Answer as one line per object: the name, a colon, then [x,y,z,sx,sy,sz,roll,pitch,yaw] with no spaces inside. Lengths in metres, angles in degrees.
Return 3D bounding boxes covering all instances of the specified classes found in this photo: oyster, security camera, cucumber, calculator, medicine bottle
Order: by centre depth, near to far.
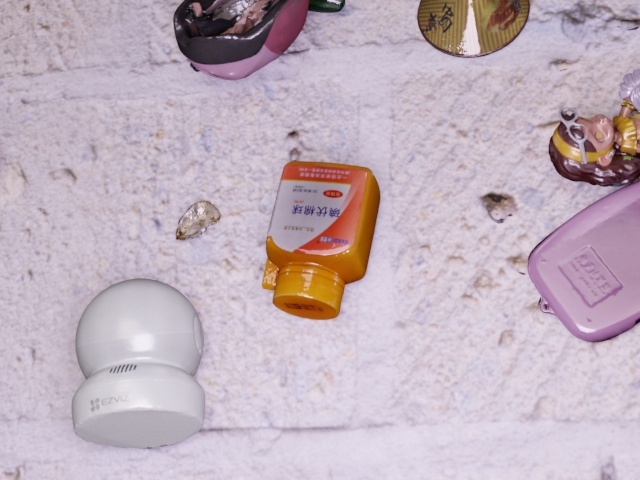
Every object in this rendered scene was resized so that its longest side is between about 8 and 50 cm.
calculator: [0.441,0.021,1.345,0.294,0.043,0.194,-32,64,-1]
security camera: [-0.265,0.167,1.361,0.194,0.194,0.236,-12,61,7]
medicine bottle: [0.000,0.000,1.416,0.149,0.112,0.222,6,67,15]
oyster: [-0.204,-0.028,1.528,0.083,0.019,0.054,-41,65,-10]
cucumber: [-0.003,-0.427,1.651,0.105,0.048,0.048,13,69,14]

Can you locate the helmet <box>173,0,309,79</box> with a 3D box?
helmet: [-0.122,-0.367,1.595,0.253,0.154,0.198,-26,46,-16]

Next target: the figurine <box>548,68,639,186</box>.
figurine: [0.457,-0.152,1.380,0.240,0.116,0.174,-13,50,-2]

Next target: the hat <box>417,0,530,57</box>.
hat: [0.252,-0.407,1.564,0.193,0.082,0.193,-5,66,11]
